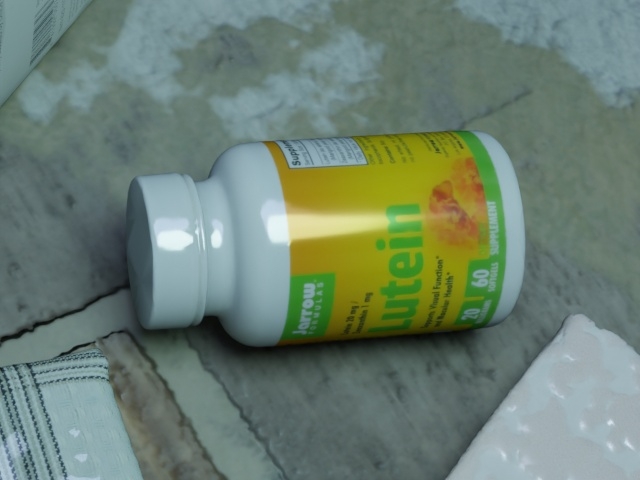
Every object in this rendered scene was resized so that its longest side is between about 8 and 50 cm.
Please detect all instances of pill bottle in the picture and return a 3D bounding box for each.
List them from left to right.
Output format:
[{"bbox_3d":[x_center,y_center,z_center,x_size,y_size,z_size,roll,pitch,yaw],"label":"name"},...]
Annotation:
[{"bbox_3d":[0.000,0.000,1.171,0.245,0.136,0.136,-4,61,-15],"label":"pill bottle"}]

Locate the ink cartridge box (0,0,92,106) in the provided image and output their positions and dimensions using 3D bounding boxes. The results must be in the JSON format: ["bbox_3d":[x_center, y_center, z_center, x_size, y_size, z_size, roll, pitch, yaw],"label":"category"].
[{"bbox_3d":[-0.259,-0.166,1.168,0.117,0.207,0.283,29,57,6],"label":"ink cartridge box"}]

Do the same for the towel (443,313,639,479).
[{"bbox_3d":[0.214,0.245,1.125,0.332,0.053,0.317,36,57,8],"label":"towel"}]

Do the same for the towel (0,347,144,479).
[{"bbox_3d":[-0.233,0.231,1.027,0.312,0.056,0.324,-11,63,-19],"label":"towel"}]
